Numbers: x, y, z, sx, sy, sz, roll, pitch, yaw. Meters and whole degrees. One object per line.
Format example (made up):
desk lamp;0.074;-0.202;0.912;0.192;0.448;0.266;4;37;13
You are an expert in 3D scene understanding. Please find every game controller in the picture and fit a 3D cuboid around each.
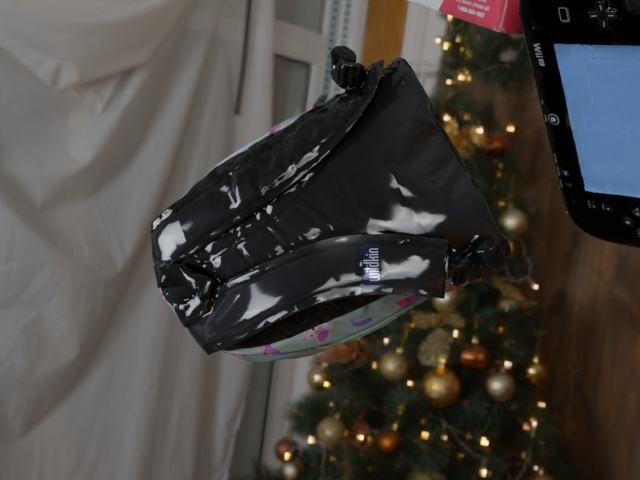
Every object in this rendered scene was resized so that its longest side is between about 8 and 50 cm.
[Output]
game controller;0.293;-0.120;0.852;0.166;0.319;0.067;6;42;38

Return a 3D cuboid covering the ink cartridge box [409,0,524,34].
ink cartridge box;0.211;-0.393;0.947;0.131;0.306;0.226;0;25;-26

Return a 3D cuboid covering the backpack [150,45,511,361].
backpack;0.000;0.000;0.497;0.182;0.152;0.115;-29;-23;8
